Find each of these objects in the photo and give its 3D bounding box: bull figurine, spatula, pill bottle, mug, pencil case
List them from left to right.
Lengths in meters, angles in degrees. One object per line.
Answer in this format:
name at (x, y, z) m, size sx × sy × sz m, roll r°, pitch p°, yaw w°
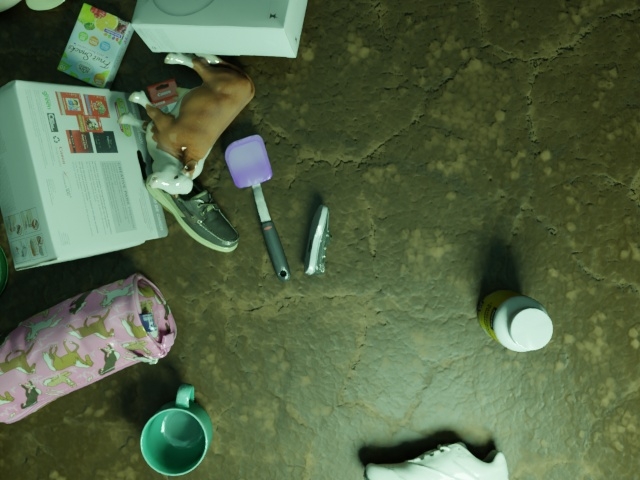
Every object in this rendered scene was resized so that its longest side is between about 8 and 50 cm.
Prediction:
pencil case at (-0.479, 0.209, 1.196) m, size 0.385 × 0.167 × 0.160 m, roll -23°, pitch 127°, yaw 1°
mug at (-0.269, 0.371, 1.227) m, size 0.129 × 0.097 × 0.158 m, roll 43°, pitch 91°, yaw -1°
bull figurine at (-0.256, -0.229, 1.172) m, size 0.188 × 0.101 × 0.310 m, roll 38°, pitch 65°, yaw -8°
spatula at (-0.115, -0.058, 1.247) m, size 0.084 × 0.030 × 0.297 m, roll -17°, pitch 92°, yaw 2°
pill bottle at (0.368, 0.152, 1.176) m, size 0.103 × 0.184 × 0.103 m, roll 0°, pitch 91°, yaw 0°

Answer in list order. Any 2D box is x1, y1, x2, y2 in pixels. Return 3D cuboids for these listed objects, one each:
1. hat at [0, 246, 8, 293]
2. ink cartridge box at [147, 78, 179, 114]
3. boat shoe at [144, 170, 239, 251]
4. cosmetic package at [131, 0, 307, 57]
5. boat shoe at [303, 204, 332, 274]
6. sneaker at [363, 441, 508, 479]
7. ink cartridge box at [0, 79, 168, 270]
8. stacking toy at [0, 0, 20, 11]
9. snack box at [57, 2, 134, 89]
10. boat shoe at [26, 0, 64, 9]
hat at (-0.712, 0.057, 1.174) m, size 0.173 × 0.183 × 0.209 m, roll 37°, pitch 92°, yaw -1°
ink cartridge box at (-0.303, -0.263, 1.241) m, size 0.062 × 0.029 × 0.115 m, roll -18°, pitch 92°, yaw 0°
boat shoe at (-0.244, -0.069, 1.213) m, size 0.223 × 0.080 × 0.073 m, roll 41°, pitch 127°, yaw 2°
cosmetic package at (-0.154, -0.523, 1.123) m, size 0.284 × 0.097 × 0.378 m, roll 6°, pitch 76°, yaw 12°
boat shoe at (0.000, 0.000, 1.244) m, size 0.040 × 0.049 × 0.142 m, roll 11°, pitch 94°, yaw -19°
sneaker at (0.233, 0.464, 1.241) m, size 0.296 × 0.111 × 0.130 m, roll 7°, pitch 76°, yaw -4°
ink cartridge box at (-0.454, -0.124, 1.173) m, size 0.130 × 0.271 × 0.310 m, roll -11°, pitch 92°, yaw 31°
stacking toy at (-0.706, -0.693, 1.132) m, size 0.350 × 0.351 × 0.481 m, roll -7°, pitch 74°, yaw 0°
snack box at (-0.443, -0.381, 1.233) m, size 0.100 × 0.037 × 0.141 m, roll 23°, pitch 92°, yaw 0°
boat shoe at (-0.516, -0.494, 1.229) m, size 0.132 × 0.042 × 0.049 m, roll -29°, pitch 112°, yaw 1°
